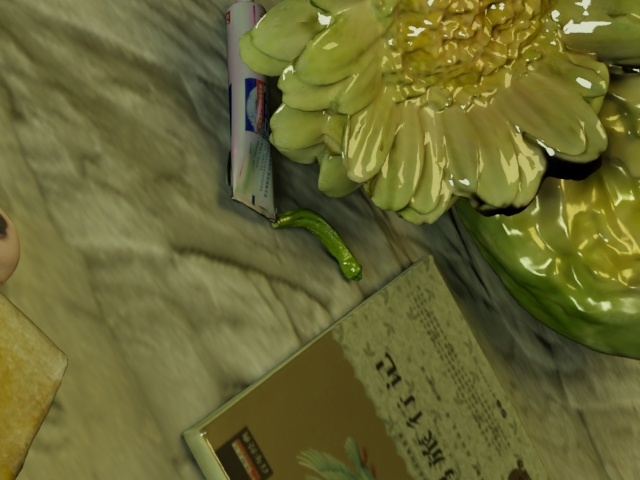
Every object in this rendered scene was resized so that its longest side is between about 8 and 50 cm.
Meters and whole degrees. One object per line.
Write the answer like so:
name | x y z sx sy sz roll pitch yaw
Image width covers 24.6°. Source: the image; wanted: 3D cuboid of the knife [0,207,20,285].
knife | -0.265 -0.090 0.652 0.336 0.043 0.081 45 13 -24

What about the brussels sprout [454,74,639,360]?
brussels sprout | 0.251 -0.076 1.131 0.344 0.268 0.344 20 57 -34

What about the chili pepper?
chili pepper | 0.001 0.000 0.973 0.083 0.017 0.030 41 42 -31

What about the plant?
plant | 0.075 -0.136 0.975 0.305 0.297 0.261 4 80 -38

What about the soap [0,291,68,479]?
soap | -0.242 0.024 0.577 0.274 0.089 0.173 46 39 -23

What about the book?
book | 0.052 0.153 0.942 0.310 0.021 0.217 -33 97 -56

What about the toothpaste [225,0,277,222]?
toothpaste | -0.046 -0.094 0.961 0.045 0.028 0.170 33 46 -51
